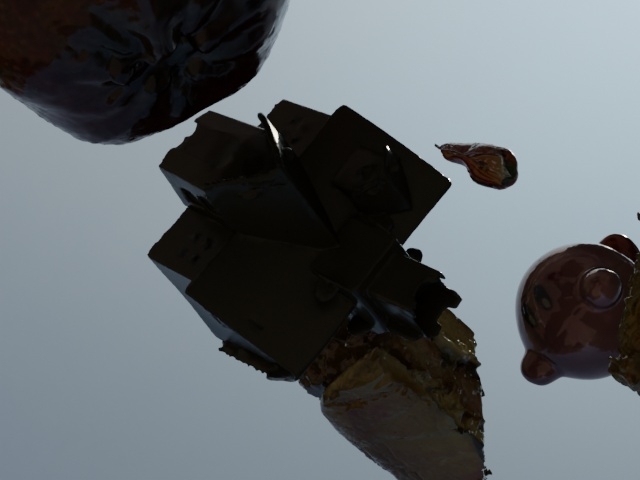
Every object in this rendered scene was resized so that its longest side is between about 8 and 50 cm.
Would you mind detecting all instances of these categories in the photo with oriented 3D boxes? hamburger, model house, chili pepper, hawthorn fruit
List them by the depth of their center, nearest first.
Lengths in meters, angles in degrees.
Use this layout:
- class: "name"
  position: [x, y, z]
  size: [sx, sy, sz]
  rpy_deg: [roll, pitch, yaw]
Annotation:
- class: "hawthorn fruit"
  position: [-0.168, -0.225, 0.867]
  size: [0.254, 0.254, 0.300]
  rpy_deg: [-36, -115, 3]
- class: "model house"
  position: [0.000, 0.000, 0.949]
  size: [0.243, 0.204, 0.211]
  rpy_deg: [25, -109, 45]
- class: "hamburger"
  position: [0.089, 0.160, 1.233]
  size: [0.245, 0.282, 0.155]
  rpy_deg: [9, -132, -1]
- class: "chili pepper"
  position: [0.170, -0.086, 1.272]
  size: [0.027, 0.045, 0.178]
  rpy_deg: [-7, -166, -22]

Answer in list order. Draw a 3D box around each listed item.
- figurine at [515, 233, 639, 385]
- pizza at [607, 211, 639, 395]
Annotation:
- class: "figurine"
  position: [0.310, 0.086, 1.397]
  size: [0.173, 0.173, 0.173]
  rpy_deg: [-17, -132, 21]
- class: "pizza"
  position: [0.351, 0.082, 1.020]
  size: [0.226, 0.336, 0.086]
  rpy_deg: [-26, -164, -27]
